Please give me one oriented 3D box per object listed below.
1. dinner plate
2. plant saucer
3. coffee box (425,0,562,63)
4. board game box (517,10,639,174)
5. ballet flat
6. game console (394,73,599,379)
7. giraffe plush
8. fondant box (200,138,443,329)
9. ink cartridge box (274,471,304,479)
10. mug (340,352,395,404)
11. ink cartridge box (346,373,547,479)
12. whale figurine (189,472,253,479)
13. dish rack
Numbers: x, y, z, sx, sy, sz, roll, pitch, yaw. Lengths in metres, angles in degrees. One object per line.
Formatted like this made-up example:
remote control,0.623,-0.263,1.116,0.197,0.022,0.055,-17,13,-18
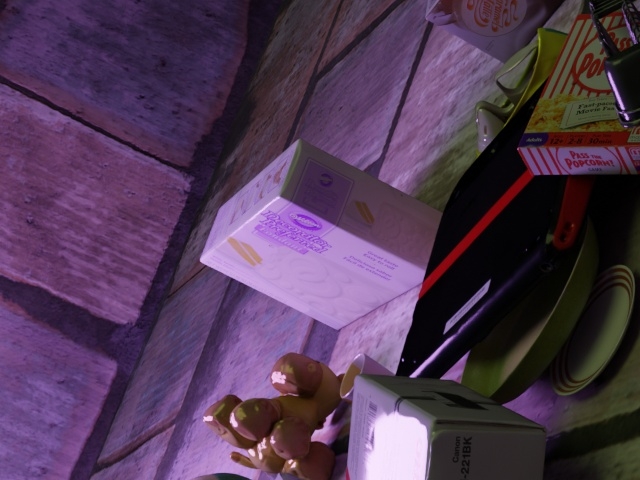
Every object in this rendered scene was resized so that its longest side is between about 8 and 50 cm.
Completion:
dinner plate,0.268,0.090,1.578,0.141,0.017,0.141,-56,16,26
plant saucer,0.222,0.077,1.676,0.241,0.037,0.241,-57,7,11
coffee box,0.265,-0.373,2.169,0.246,0.141,0.098,-50,19,40
board game box,0.301,-0.151,1.639,0.146,0.045,0.193,1,51,36
ballet flat,0.239,-0.169,2.021,0.231,0.077,0.077,-57,15,26
game console,0.215,-0.021,1.822,0.386,0.060,0.342,-52,15,51
giraffe plush,-0.032,0.229,2.188,0.170,0.181,0.210,-58,-24,-23
fondant box,0.000,0.000,2.245,0.330,0.238,0.096,-37,30,62
ink cartridge box,-0.030,0.371,1.952,0.150,0.109,0.063,-63,13,2
mug,0.065,0.182,2.045,0.062,0.064,0.078,-66,14,-7
ink cartridge box,0.110,0.246,1.549,0.273,0.114,0.197,-161,76,-77
whale figurine,-0.122,0.432,2.188,0.216,0.141,0.272,-113,24,-45
dish rack,0.357,-0.220,1.552,0.208,0.074,0.271,-25,19,13
